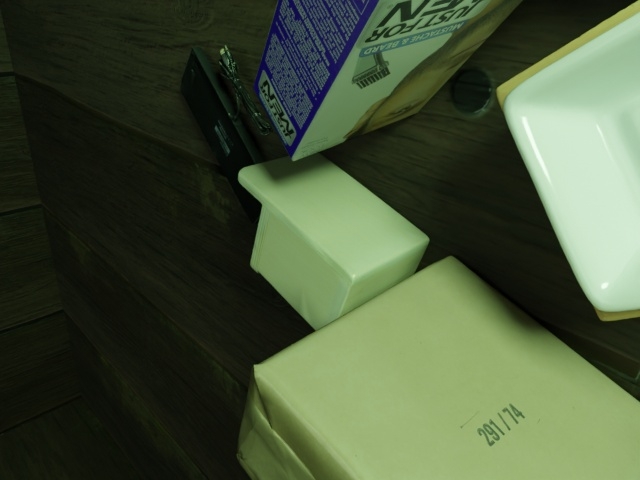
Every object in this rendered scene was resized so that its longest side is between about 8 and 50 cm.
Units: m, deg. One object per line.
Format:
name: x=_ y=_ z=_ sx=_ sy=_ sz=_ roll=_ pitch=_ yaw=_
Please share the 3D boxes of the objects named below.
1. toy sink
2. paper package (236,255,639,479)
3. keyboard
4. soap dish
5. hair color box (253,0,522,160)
toy sink: x=0.000 y=0.000 z=0.697 sx=0.234 sy=0.153 sz=0.131 roll=41 pitch=133 yaw=27
paper package: x=0.127 y=0.205 z=0.510 sx=0.309 sy=0.325 sz=0.168 roll=43 pitch=134 yaw=26
keyboard: x=-0.148 y=-0.199 z=0.869 sx=0.317 sy=0.033 sz=0.201 roll=61 pitch=146 yaw=8
soap dish: x=0.303 y=-0.080 z=0.352 sx=0.291 sy=0.118 sz=0.228 roll=-26 pitch=86 yaw=50
hair color box: x=0.068 y=-0.205 z=0.432 sx=0.110 sy=0.185 sz=0.339 roll=63 pitch=160 yaw=4
